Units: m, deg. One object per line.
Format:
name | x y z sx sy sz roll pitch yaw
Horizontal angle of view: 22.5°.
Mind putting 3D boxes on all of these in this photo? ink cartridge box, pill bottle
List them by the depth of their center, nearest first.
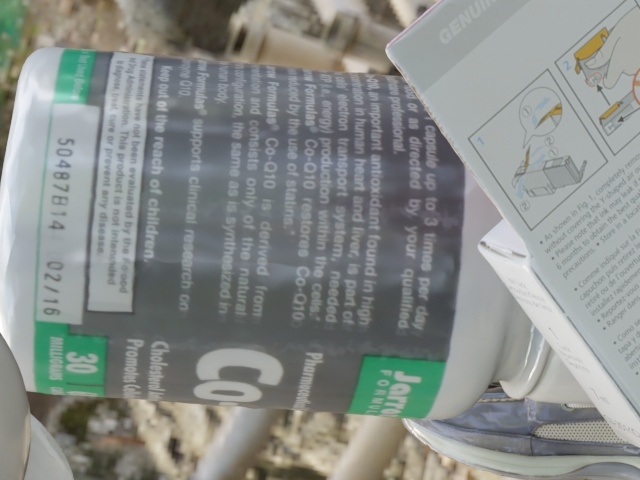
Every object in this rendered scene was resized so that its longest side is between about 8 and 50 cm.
ink cartridge box | 0.199 -0.084 0.799 0.296 0.261 0.066 -41 18 -10
pill bottle | 0.000 0.000 0.952 0.204 0.361 0.204 -176 90 -85

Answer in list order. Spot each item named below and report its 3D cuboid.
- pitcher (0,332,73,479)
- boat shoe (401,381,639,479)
pitcher | -0.140 0.086 0.593 0.207 0.178 0.125 72 -139 -72
boat shoe | 0.240 0.132 1.337 0.355 0.132 0.130 6 97 22
